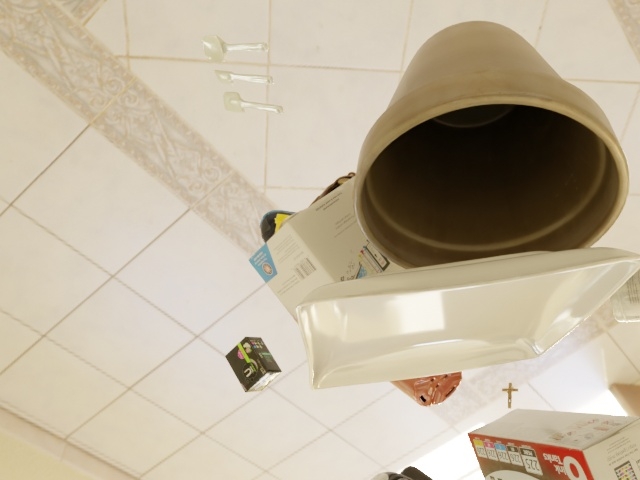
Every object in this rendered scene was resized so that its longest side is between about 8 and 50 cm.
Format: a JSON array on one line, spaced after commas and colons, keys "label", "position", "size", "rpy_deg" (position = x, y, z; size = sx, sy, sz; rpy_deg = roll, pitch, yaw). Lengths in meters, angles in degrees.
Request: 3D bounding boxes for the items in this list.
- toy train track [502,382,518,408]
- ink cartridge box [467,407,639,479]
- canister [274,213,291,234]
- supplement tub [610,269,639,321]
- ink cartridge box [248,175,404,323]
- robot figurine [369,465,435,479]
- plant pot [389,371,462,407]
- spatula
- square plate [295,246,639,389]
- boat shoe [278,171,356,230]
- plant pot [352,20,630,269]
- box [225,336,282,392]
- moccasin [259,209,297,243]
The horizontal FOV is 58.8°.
[{"label": "toy train track", "position": [0.572, 0.470, 1.713], "size": [0.048, 0.083, 0.014], "rpy_deg": [-6, 135, 28]}, {"label": "ink cartridge box", "position": [0.416, 0.430, 0.921], "size": [0.130, 0.309, 0.271], "rpy_deg": [-18, 81, -20]}, {"label": "canister", "position": [-0.072, 0.027, 1.443], "size": [0.126, 0.073, 0.169], "rpy_deg": [13, 88, -56]}, {"label": "supplement tub", "position": [0.428, 0.064, 0.717], "size": [0.107, 0.071, 0.071], "rpy_deg": [-11, 128, 35]}, {"label": "ink cartridge box", "position": [0.037, 0.054, 0.937], "size": [0.232, 0.168, 0.171], "rpy_deg": [53, 144, 1]}, {"label": "robot figurine", "position": [0.099, 0.479, 0.878], "size": [0.174, 0.278, 0.209], "rpy_deg": [-23, 93, 48]}, {"label": "plant pot", "position": [0.299, 0.372, 1.813], "size": [0.273, 0.265, 0.272], "rpy_deg": [-15, 120, -28]}, {"label": "spatula", "position": [-0.161, -0.333, 1.153], "size": [0.019, 0.242, 0.168], "rpy_deg": [-28, 120, -28]}, {"label": "square plate", "position": [0.149, 0.102, 0.692], "size": [0.344, 0.049, 0.347], "rpy_deg": [-7, 152, -2]}, {"label": "boat shoe", "position": [0.063, -0.084, 1.243], "size": [0.123, 0.342, 0.123], "rpy_deg": [57, 144, 4]}, {"label": "plant pot", "position": [0.216, -0.145, 0.780], "size": [0.323, 0.280, 0.323], "rpy_deg": [5, 140, 4]}, {"label": "box", "position": [-0.124, 0.229, 1.054], "size": [0.062, 0.083, 0.052], "rpy_deg": [-45, 152, 15]}, {"label": "moccasin", "position": [0.000, 0.000, 1.595], "size": [0.342, 0.116, 0.137], "rpy_deg": [1, 136, -9]}]
